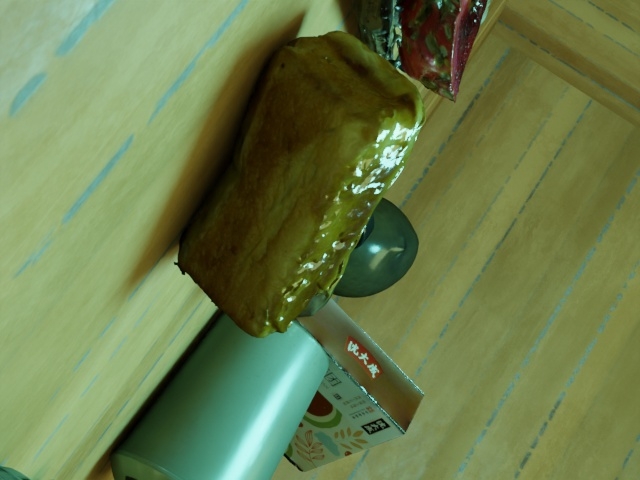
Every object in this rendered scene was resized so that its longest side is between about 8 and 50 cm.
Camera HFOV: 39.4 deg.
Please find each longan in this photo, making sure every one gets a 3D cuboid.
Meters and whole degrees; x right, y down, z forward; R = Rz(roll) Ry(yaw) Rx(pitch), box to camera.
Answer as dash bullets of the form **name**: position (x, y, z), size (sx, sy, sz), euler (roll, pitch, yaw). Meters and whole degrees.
- **longan**: position (0.093, 0.013, 2.253), size (0.288, 0.288, 0.350), euler (-57, 164, 16)

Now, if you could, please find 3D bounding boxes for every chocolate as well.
- **chocolate**: position (0.078, -0.292, 1.214), size (0.329, 0.065, 0.103), euler (0, 92, -83)

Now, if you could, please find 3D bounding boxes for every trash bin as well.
- **trash bin**: position (-0.189, 0.352, 1.675), size (0.432, 0.280, 0.280), euler (-57, 176, -28)

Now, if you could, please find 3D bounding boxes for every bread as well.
- **bread**: position (-0.025, -0.062, 1.028), size (0.148, 0.195, 0.344), euler (-15, 143, -51)

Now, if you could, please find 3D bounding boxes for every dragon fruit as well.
- **dragon fruit**: position (0.186, -0.385, 1.419), size (0.211, 0.134, 0.262), euler (54, 54, -72)

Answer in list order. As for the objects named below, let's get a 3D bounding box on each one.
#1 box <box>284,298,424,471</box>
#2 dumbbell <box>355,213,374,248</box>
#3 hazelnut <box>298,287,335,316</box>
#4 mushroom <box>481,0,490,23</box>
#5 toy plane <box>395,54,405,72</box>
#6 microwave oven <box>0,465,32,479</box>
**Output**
- **box**: position (-0.024, 0.322, 2.004), size (0.385, 0.344, 0.122), euler (-34, -167, 45)
- **dumbbell**: position (0.000, 0.000, 1.868), size (0.218, 0.152, 0.152), euler (-52, 174, -37)
- **hazelnut**: position (-0.039, 0.013, 1.403), size (0.181, 0.180, 0.212), euler (-51, 173, -29)
- **mushroom**: position (0.332, -0.540, 1.934), size (0.351, 0.095, 0.123), euler (107, 0, -79)
- **toy plane**: position (0.215, -0.420, 1.800), size (0.235, 0.060, 0.096), euler (-53, 163, 16)
- **microwave oven**: position (-0.255, 0.436, 0.833), size (0.333, 0.394, 0.247), euler (-54, 174, -22)
